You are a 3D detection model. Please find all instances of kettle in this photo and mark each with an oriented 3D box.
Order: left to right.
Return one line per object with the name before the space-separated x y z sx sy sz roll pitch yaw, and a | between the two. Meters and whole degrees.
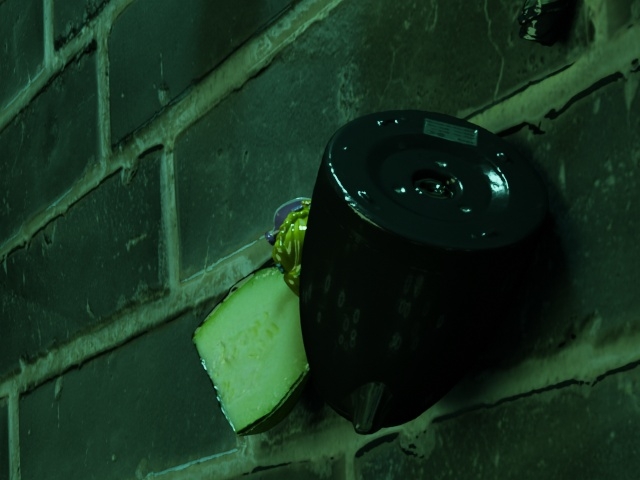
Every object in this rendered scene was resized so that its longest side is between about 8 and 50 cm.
kettle | 0.082 0.033 1.610 0.268 0.207 0.290 -73 -2 -52

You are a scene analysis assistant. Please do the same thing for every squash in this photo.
squash | -0.040 0.122 1.956 0.184 0.085 0.192 -43 45 15

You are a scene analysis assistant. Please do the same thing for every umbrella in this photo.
umbrella | 0.214 -0.264 1.502 0.046 0.050 0.188 31 116 36

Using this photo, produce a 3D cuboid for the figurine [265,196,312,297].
figurine | 0.000 0.000 1.857 0.115 0.095 0.156 -53 19 17
